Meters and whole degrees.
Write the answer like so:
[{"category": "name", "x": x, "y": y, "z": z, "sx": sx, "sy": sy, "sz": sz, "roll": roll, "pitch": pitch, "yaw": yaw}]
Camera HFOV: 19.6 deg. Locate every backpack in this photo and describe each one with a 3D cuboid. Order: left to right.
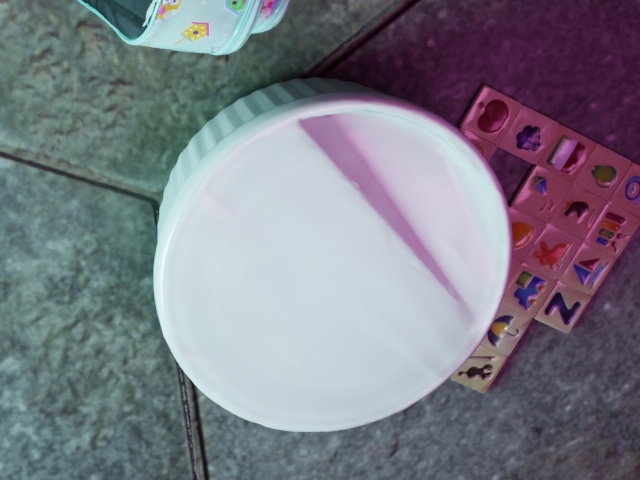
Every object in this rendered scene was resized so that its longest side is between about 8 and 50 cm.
[{"category": "backpack", "x": -0.087, "y": -0.210, "z": 1.256, "sx": 0.144, "sy": 0.188, "sz": 0.166, "roll": 12, "pitch": 109, "yaw": -23}]

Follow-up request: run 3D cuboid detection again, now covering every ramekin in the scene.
[{"category": "ramekin", "x": 0.000, "y": 0.000, "z": 1.413, "sx": 0.273, "sy": 0.127, "sz": 0.273, "roll": -6, "pitch": 114, "yaw": -13}]

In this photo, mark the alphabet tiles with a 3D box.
[{"category": "alphabet tiles", "x": 0.152, "y": 0.011, "z": 1.542, "sx": 0.198, "sy": 0.009, "sz": 0.237, "roll": 24, "pitch": 105, "yaw": -27}]
